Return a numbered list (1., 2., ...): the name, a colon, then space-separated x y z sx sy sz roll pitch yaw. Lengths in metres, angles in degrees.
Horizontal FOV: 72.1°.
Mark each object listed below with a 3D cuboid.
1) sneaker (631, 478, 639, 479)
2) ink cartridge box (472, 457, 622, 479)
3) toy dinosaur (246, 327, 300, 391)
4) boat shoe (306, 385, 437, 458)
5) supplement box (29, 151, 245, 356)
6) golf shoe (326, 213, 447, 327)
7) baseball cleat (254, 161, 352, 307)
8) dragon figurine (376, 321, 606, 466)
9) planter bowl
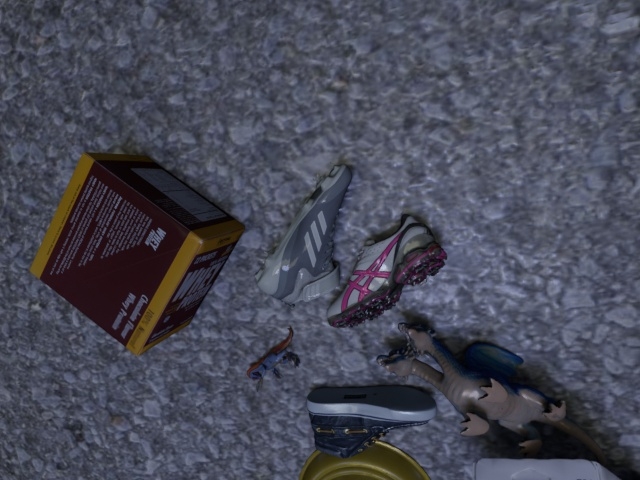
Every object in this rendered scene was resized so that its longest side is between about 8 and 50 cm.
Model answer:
1. sneaker: 0.397 0.378 0.551 0.073 0.063 0.162 -5 97 18
2. ink cartridge box: 0.283 0.314 0.492 0.191 0.082 0.140 36 140 -27
3. toy dinosaur: -0.073 0.182 0.658 0.082 0.047 0.090 -10 63 24
4. boat shoe: 0.072 0.254 0.614 0.183 0.065 0.083 -5 99 21
5. supplement box: -0.250 0.012 0.616 0.194 0.129 0.191 35 105 7
6. golf shoe: 0.075 0.046 0.583 0.186 0.067 0.086 -42 56 21
7. baseball cleat: 0.000 0.000 0.594 0.109 0.072 0.206 34 108 -10
8. dragon figurine: 0.217 0.186 0.551 0.289 0.144 0.085 19 102 -9
9. planter bowl: 0.059 0.404 0.624 0.217 0.090 0.217 2 99 13
